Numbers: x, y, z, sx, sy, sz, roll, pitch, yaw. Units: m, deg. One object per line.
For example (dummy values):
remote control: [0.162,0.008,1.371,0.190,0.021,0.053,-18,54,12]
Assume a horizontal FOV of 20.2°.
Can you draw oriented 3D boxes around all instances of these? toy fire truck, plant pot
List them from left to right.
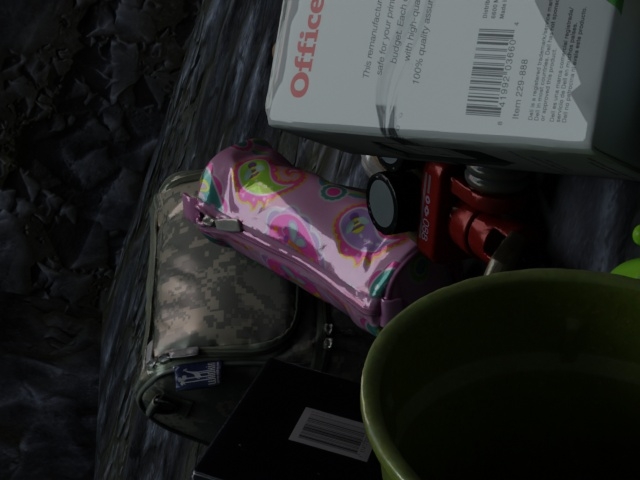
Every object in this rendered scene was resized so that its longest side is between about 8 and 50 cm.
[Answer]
toy fire truck: [0.135,-0.059,1.478,0.246,0.158,0.217,42,135,50]
plant pot: [0.146,0.197,1.029,0.276,0.276,0.254,-100,14,-57]

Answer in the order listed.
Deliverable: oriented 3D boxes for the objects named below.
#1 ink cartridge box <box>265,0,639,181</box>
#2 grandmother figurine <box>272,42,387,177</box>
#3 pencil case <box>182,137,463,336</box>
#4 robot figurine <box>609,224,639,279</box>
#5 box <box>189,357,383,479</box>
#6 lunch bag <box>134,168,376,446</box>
ink cartridge box: [0.119,-0.165,1.334,0.289,0.121,0.211,8,85,37]
grandmother figurine: [0.059,-0.149,1.676,0.104,0.208,0.342,-53,-27,-16]
pencil case: [0.000,0.000,1.708,0.284,0.124,0.124,28,111,36]
robot figurine: [0.223,0.042,1.168,0.115,0.067,0.101,165,118,-74]
box: [-0.029,0.306,1.523,0.343,0.179,0.313,-52,-24,-76]
lunch bag: [-0.063,0.076,1.889,0.212,0.256,0.305,115,160,-45]
